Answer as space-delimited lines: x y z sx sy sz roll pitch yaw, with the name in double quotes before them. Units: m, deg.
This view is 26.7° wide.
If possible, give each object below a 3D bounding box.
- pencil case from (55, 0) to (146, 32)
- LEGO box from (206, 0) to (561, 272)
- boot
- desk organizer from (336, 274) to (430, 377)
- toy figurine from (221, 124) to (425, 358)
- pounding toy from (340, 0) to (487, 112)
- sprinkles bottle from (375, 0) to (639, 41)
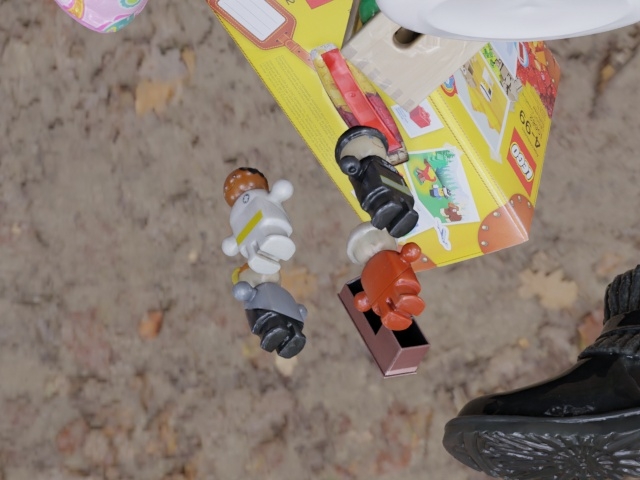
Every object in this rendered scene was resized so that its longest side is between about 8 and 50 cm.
"pencil case" -0.147 -0.325 1.293 0.124 0.124 0.284 39 119 -24
"LEGO box" 0.088 -0.271 1.665 0.193 0.372 0.500 -17 124 31
"boot" 0.328 0.154 1.626 0.348 0.260 0.131 -6 139 22
"desk organizer" 0.073 0.092 1.565 0.047 0.130 0.050 -4 138 -32
"toy figurine" 0.000 0.000 1.428 0.210 0.148 0.213 -16 134 -6
"pounding toy" 0.113 -0.242 1.167 0.094 0.206 0.181 39 120 -17
"sprinkles bottle" 0.078 -0.265 0.543 0.121 0.121 0.355 0 84 -10
